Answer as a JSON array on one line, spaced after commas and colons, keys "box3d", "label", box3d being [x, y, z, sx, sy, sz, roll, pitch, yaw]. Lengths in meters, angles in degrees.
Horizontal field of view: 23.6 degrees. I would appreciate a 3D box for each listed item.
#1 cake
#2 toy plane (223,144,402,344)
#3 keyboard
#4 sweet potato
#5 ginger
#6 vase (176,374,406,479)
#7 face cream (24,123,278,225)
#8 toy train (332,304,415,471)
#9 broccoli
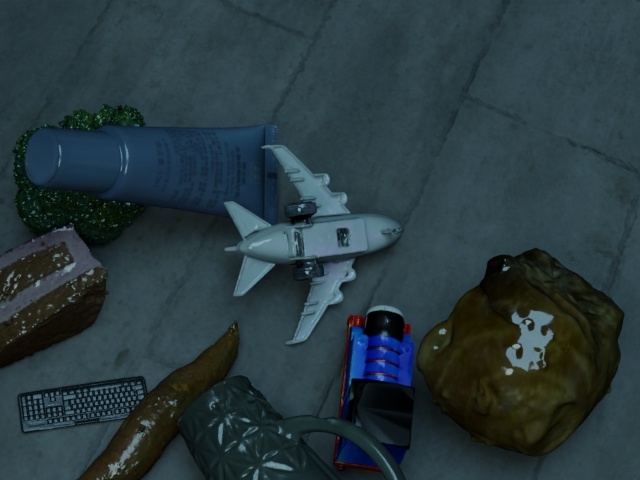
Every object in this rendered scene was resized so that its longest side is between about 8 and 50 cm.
[{"box3d": [-0.392, 0.095, 1.852, 0.295, 0.113, 0.116, -27, 67, -7], "label": "cake"}, {"box3d": [0.002, 0.000, 1.926, 0.255, 0.101, 0.251, -7, 91, -29], "label": "toy plane"}, {"box3d": [-0.284, 0.197, 1.845, 0.155, 0.010, 0.053, -8, 65, -13], "label": "keyboard"}, {"box3d": [-0.190, 0.208, 1.819, 0.066, 0.072, 0.314, 40, 65, 4], "label": "sweet potato"}, {"box3d": [0.250, 0.144, 1.859, 0.200, 0.269, 0.223, 37, 102, 20], "label": "ginger"}, {"box3d": [-0.032, 0.290, 1.746, 0.251, 0.156, 0.301, -46, 69, 18], "label": "vase"}, {"box3d": [-0.185, -0.088, 1.857, 0.385, 0.086, 0.135, 2, 88, -48], "label": "face cream"}, {"box3d": [0.068, 0.175, 1.843, 0.083, 0.131, 0.204, 8, 61, -4], "label": "toy train"}, {"box3d": [-0.295, -0.084, 1.911, 0.195, 0.195, 0.156, -3, 43, -11], "label": "broccoli"}]
